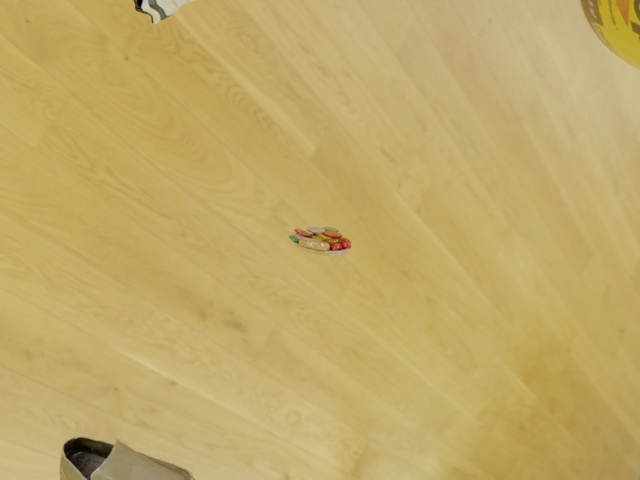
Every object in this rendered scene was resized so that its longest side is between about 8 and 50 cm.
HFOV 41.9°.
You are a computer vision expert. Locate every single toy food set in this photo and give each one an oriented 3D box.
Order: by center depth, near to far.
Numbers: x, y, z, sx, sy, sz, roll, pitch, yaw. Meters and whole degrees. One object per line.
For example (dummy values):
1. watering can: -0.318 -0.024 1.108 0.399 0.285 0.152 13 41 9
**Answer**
1. toy food set: 0.000 0.000 1.101 0.083 0.082 0.020 -2 108 -28

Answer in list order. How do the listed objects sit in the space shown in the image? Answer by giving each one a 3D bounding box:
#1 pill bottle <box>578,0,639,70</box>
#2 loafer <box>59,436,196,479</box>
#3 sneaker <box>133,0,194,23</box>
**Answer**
1. pill bottle: 0.182 -0.090 0.298 0.117 0.215 0.117 -3 117 -6
2. loafer: -0.169 0.204 0.714 0.056 0.148 0.050 -59 144 -47
3. sneaker: -0.135 -0.202 0.643 0.043 0.109 0.040 -41 133 -1
